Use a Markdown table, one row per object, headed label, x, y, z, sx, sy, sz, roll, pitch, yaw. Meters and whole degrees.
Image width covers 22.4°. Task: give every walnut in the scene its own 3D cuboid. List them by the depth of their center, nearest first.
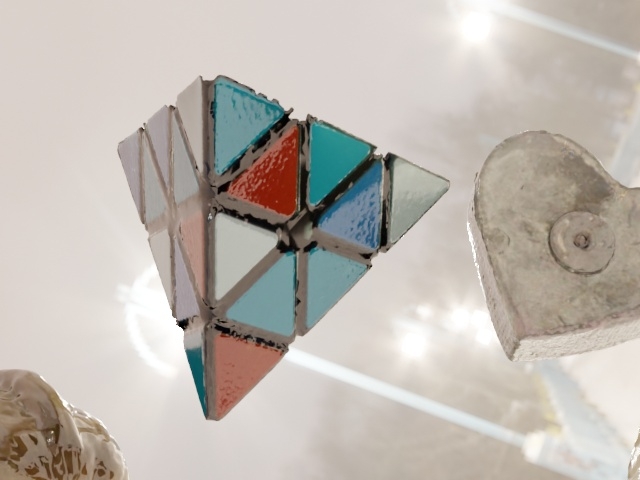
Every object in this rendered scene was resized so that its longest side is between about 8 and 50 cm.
| label | x | y | z | sx | sy | sz | roll | pitch | yaw |
| --- | --- | --- | --- | --- | --- | --- | --- | --- | --- |
| walnut | -0.324 | 0.260 | 1.691 | 0.248 | 0.248 | 0.248 | 20 | -90 | -82 |

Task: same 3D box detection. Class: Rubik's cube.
| label | x | y | z | sx | sy | sz | roll | pitch | yaw |
| --- | --- | --- | --- | --- | --- | --- | --- | --- | --- |
| Rubik's cube | 0.000 | 0.000 | 1.258 | 0.284 | 0.234 | 0.250 | 148 | 114 | -67 |

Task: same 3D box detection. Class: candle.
| label | x | y | z | sx | sy | sz | roll | pitch | yaw |
| --- | --- | --- | --- | --- | --- | --- | --- | --- | --- |
| candle | 0.185 | 0.016 | 1.208 | 0.168 | 0.192 | 0.068 | -57 | -11 | -20 |

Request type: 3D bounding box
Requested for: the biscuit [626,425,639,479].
| label | x | y | z | sx | sy | sz | roll | pitch | yaw |
| --- | --- | --- | --- | --- | --- | --- | --- | --- | --- |
| biscuit | 0.220 | 0.108 | 0.960 | 0.273 | 0.036 | 0.187 | -65 | -2 | -48 |
